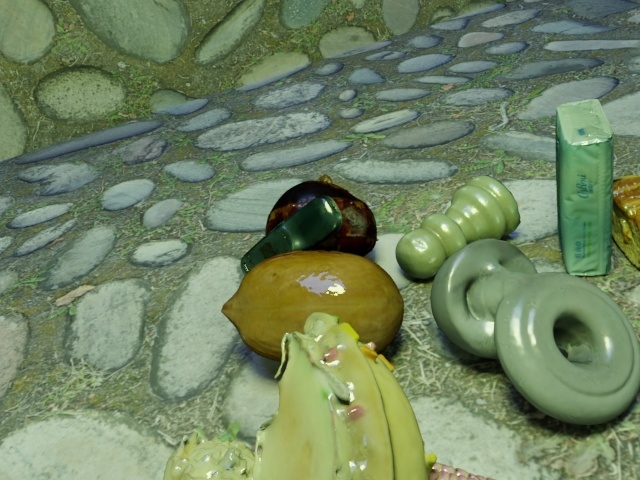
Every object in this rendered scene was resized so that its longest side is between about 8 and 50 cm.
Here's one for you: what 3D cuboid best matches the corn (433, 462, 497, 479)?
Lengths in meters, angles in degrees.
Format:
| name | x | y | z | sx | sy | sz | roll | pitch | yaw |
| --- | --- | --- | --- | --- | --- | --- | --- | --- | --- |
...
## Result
| name | x | y | z | sx | sy | sz | roll | pitch | yaw |
| --- | --- | --- | --- | --- | --- | --- | --- | --- | --- |
| corn | 0.188 | 0.318 | 0.628 | 0.335 | 0.126 | 0.126 | 7 | 37 | 23 |

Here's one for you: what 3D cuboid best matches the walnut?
| name | x | y | z | sx | sy | sz | roll | pitch | yaw |
| --- | --- | --- | --- | --- | --- | --- | --- | --- | --- |
| walnut | -0.014 | 0.106 | 0.947 | 0.298 | 0.203 | 0.203 | 3 | 33 | 4 |

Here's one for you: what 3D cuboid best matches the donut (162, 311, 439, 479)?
| name | x | y | z | sx | sy | sz | roll | pitch | yaw |
| --- | --- | --- | --- | --- | --- | --- | --- | --- | --- |
| donut | -0.030 | 0.277 | 0.589 | 0.371 | 0.150 | 0.307 | -48 | 38 | 30 |

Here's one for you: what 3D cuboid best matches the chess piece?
| name | x | y | z | sx | sy | sz | roll | pitch | yaw |
| --- | --- | --- | --- | --- | --- | --- | --- | --- | --- |
| chess piece | 0.252 | -0.015 | 1.126 | 0.243 | 0.133 | 0.133 | -32 | 35 | -19 |

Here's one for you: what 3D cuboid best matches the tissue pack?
| name | x | y | z | sx | sy | sz | roll | pitch | yaw |
| --- | --- | --- | --- | --- | --- | --- | --- | --- | --- |
| tissue pack | 0.461 | -0.092 | 1.027 | 0.089 | 0.263 | 0.177 | -5 | 31 | 19 |

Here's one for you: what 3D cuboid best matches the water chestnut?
| name | x | y | z | sx | sy | sz | roll | pitch | yaw |
| --- | --- | --- | --- | --- | --- | --- | --- | --- | --- |
| water chestnut | 0.000 | 0.000 | 1.143 | 0.224 | 0.238 | 0.223 | -17 | -11 | -3 |

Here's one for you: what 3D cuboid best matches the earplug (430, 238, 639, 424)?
| name | x | y | z | sx | sy | sz | roll | pitch | yaw |
| --- | --- | --- | --- | --- | --- | --- | --- | --- | --- |
| earplug | 0.301 | 0.126 | 0.852 | 0.214 | 0.175 | 0.325 | -26 | 43 | -27 |

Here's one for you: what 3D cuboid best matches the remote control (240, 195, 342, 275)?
| name | x | y | z | sx | sy | sz | roll | pitch | yaw |
| --- | --- | --- | --- | --- | --- | --- | --- | --- | --- |
| remote control | -0.056 | 0.002 | 1.020 | 0.222 | 0.072 | 0.042 | -35 | -15 | 24 |

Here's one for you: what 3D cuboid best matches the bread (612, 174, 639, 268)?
| name | x | y | z | sx | sy | sz | roll | pitch | yaw |
| --- | --- | --- | --- | --- | --- | --- | --- | --- | --- |
| bread | 0.667 | -0.055 | 1.033 | 0.275 | 0.114 | 0.185 | -8 | 32 | 5 |
